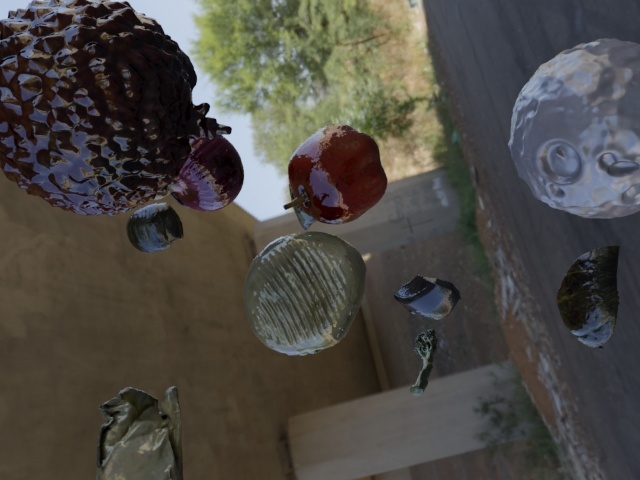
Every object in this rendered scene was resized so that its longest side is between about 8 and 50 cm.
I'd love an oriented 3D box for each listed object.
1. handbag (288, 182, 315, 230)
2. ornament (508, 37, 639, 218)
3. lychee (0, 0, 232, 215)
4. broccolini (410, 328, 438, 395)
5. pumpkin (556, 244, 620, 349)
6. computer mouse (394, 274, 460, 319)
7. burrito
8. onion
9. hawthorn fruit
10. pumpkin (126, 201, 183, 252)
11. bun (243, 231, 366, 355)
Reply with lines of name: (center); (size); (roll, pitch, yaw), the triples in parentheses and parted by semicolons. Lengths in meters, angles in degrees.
handbag: (-0.038, -0.161, 2.217); (0.235, 0.127, 0.212); (149, 111, -64)
ornament: (0.521, -0.203, 1.187); (0.337, 0.337, 0.336); (-16, -90, -83)
lychee: (-0.423, -0.252, 1.231); (0.424, 0.501, 0.424); (-166, 90, -84)
broccolini: (0.303, 0.365, 1.919); (0.078, 0.074, 0.392); (71, -160, -5)
pumpkin: (0.707, 0.161, 1.654); (0.163, 0.111, 0.278); (-98, 20, -55)
computer mouse: (0.196, 0.116, 1.189); (0.172, 0.099, 0.057); (-34, 33, 63)
burrito: (-0.388, 0.491, 1.391); (0.135, 0.191, 0.331); (100, 160, -51)
onion: (-0.345, -0.211, 1.919); (0.256, 0.231, 0.272); (29, -110, -36)
hawthorn fruit: (0.023, -0.170, 1.816); (0.287, 0.330, 0.287); (38, 147, 30)
pumpkin: (-0.436, -0.028, 1.613); (0.184, 0.108, 0.118); (-10, 99, 52)
bun: (-0.048, 0.138, 1.770); (0.326, 0.361, 0.234); (33, -174, -4)
